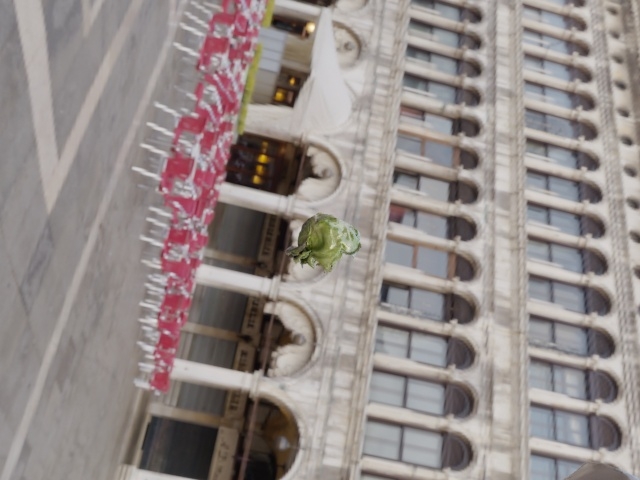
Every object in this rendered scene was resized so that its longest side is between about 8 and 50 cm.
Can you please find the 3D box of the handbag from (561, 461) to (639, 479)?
[{"bbox_3d":[0.330,0.386,0.773,0.251,0.193,0.190,18,-53,62],"label":"handbag"}]

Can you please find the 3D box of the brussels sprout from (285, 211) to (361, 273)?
[{"bbox_3d":[0.000,0.000,0.773,0.085,0.058,0.085,-34,-169,8],"label":"brussels sprout"}]
